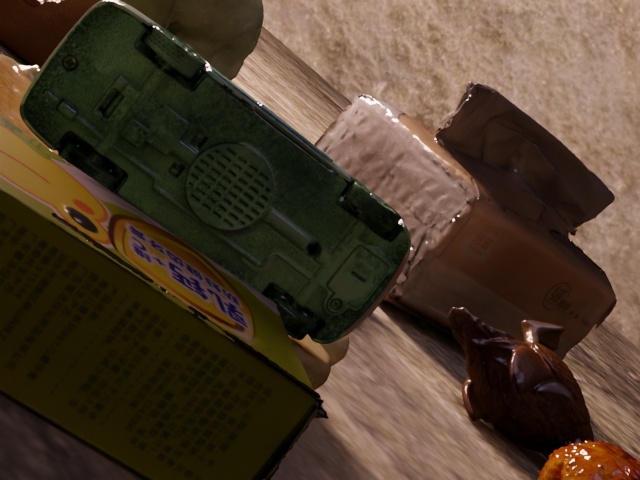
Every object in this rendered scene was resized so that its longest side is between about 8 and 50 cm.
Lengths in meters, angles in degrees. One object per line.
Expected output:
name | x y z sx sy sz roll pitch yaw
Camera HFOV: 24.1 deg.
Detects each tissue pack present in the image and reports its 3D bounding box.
tissue pack | 0.162 -0.025 1.532 0.305 0.238 0.238 30 13 -47

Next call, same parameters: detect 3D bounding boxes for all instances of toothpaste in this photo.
toothpaste | -0.150 -0.004 0.651 0.327 0.077 0.110 36 8 -24

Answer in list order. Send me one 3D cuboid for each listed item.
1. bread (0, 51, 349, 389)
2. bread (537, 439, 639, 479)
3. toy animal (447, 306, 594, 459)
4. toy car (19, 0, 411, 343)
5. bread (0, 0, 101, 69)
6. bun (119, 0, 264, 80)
bread | -0.112 -0.010 0.898 0.316 0.054 0.316 38 8 -6
bread | 0.253 0.221 1.116 0.269 0.095 0.139 29 15 -38
toy animal | 0.173 0.136 1.273 0.188 0.089 0.179 40 22 -31
toy car | -0.054 -0.037 0.826 0.224 0.090 0.076 37 6 -11
bread | -0.177 -0.152 1.220 0.226 0.088 0.049 39 11 -11
bun | -0.156 -0.198 1.350 0.212 0.204 0.127 5 45 -8
